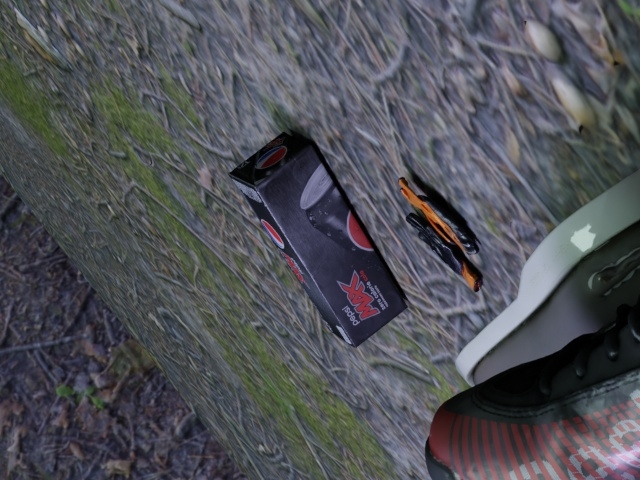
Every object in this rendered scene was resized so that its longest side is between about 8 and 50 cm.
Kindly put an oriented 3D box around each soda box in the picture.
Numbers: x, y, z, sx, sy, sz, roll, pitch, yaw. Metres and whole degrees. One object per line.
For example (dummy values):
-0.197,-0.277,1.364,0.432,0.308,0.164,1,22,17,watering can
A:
0.000,0.000,1.419,0.169,0.060,0.053,58,168,-27,soda box

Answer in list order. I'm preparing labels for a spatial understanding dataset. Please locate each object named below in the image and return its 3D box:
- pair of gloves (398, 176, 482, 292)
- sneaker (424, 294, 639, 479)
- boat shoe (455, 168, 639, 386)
0.083,-0.005,1.226,0.074,0.010,0.083,45,168,24,pair of gloves
0.155,0.050,0.736,0.276,0.097,0.135,-10,109,36,sneaker
0.146,0.052,0.929,0.091,0.109,0.305,55,164,13,boat shoe
